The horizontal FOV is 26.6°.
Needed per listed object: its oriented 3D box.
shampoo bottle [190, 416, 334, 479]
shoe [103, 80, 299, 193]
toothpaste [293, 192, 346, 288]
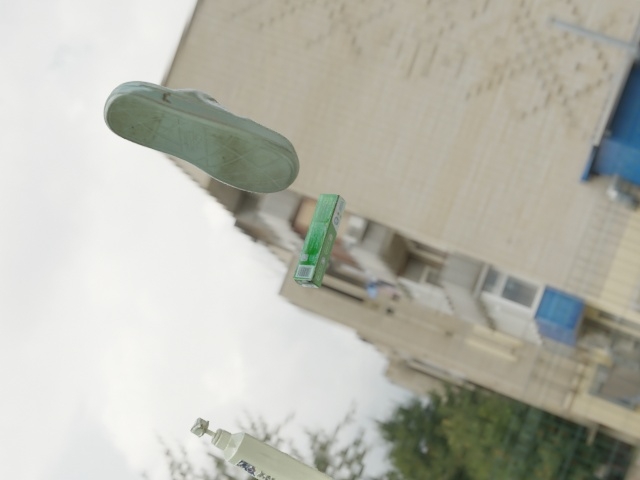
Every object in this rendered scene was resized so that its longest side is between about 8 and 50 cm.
[{"bbox_3d":[-0.054,0.197,1.217,0.034,0.141,0.049,-63,10,-14],"label":"shampoo bottle"},{"bbox_3d":[-0.109,-0.113,1.296,0.079,0.195,0.078,121,160,-45],"label":"shoe"},{"bbox_3d":[0.000,0.000,1.151,0.017,0.020,0.083,46,-125,-50],"label":"toothpaste"}]
